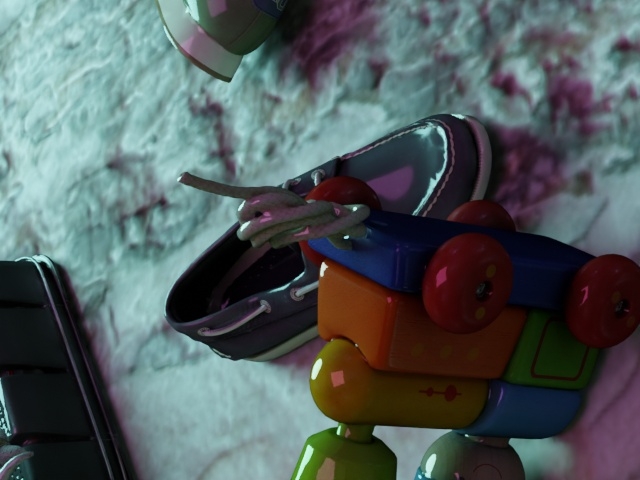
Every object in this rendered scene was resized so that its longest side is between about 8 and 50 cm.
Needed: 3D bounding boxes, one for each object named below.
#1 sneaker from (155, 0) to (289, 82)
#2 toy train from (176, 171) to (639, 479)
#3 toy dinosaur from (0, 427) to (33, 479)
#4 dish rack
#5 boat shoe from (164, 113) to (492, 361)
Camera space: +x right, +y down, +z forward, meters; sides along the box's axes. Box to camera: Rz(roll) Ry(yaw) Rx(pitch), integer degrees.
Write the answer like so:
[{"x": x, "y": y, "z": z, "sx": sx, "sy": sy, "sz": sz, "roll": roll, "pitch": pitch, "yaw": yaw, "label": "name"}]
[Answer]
[{"x": -0.066, "y": -0.182, "z": 1.091, "sx": 0.086, "sy": 0.064, "sz": 0.192, "roll": -45, "pitch": 51, "yaw": 21, "label": "sneaker"}, {"x": 0.018, "y": 0.053, "z": 0.800, "sx": 0.105, "sy": 0.248, "sz": 0.143, "roll": 25, "pitch": 103, "yaw": 47, "label": "toy train"}, {"x": -0.226, "y": 0.256, "z": 1.042, "sx": 0.160, "sy": 0.121, "sz": 0.314, "roll": 11, "pitch": 107, "yaw": 41, "label": "toy dinosaur"}, {"x": -0.237, "y": 0.158, "z": 1.178, "sx": 0.271, "sy": 0.074, "sz": 0.208, "roll": -49, "pitch": 48, "yaw": 29, "label": "dish rack"}, {"x": 0.000, "y": 0.000, "z": 0.964, "sx": 0.206, "sy": 0.065, "sz": 0.075, "roll": -37, "pitch": 55, "yaw": 35, "label": "boat shoe"}]
